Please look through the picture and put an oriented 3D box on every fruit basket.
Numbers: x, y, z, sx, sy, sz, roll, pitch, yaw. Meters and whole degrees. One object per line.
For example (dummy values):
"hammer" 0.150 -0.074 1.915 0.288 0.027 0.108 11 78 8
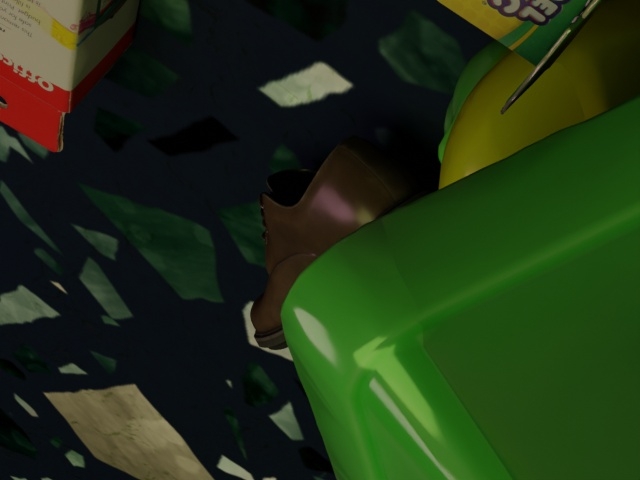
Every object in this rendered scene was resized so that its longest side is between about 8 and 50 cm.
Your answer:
"fruit basket" 0.158 -0.009 0.546 0.392 0.392 0.283 19 153 21

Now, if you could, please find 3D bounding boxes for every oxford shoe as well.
"oxford shoe" 0.000 0.000 0.889 0.096 0.083 0.227 51 146 7

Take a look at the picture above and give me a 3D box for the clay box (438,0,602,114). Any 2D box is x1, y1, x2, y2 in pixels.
"clay box" 0.112 -0.152 0.461 0.053 0.222 0.127 35 146 0

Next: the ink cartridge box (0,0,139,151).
"ink cartridge box" -0.176 -0.168 0.811 0.134 0.078 0.231 31 146 5
